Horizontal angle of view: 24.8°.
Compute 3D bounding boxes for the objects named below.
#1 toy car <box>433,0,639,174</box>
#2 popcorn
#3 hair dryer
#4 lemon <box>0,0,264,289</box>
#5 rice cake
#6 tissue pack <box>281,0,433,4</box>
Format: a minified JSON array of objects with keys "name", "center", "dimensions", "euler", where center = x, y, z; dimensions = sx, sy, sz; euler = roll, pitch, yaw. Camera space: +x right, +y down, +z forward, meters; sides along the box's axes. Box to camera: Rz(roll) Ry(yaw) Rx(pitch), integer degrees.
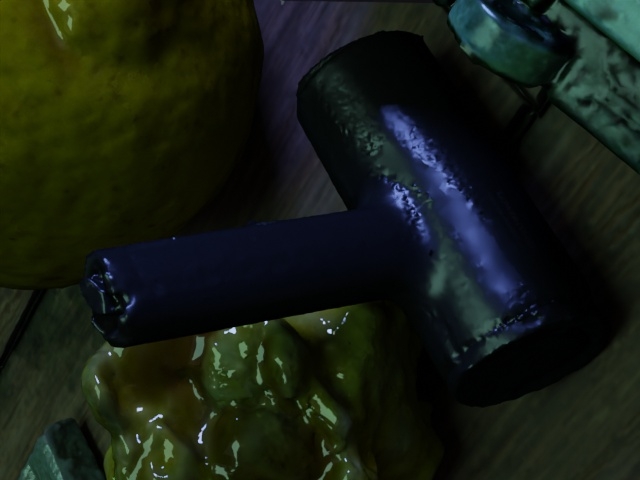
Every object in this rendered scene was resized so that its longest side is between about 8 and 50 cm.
[{"name":"toy car","center":[0.187,-0.080,0.606],"dimensions":[0.306,0.125,0.136],"euler":[40,119,8]},{"name":"popcorn","center":[-0.029,0.092,0.794],"dimensions":[0.155,0.198,0.197],"euler":[103,147,-74]},{"name":"hair dryer","center":[0.000,0.000,0.713],"dimensions":[0.197,0.251,0.089],"euler":[62,143,22]},{"name":"lemon","center":[-0.178,-0.098,0.873],"dimensions":[0.285,0.285,0.316],"euler":[52,148,27]},{"name":"rice cake","center":[-0.160,0.244,1.045],"dimensions":[0.085,0.040,0.226],"euler":[-44,65,39]},{"name":"tissue pack","center":[0.073,-0.228,0.686],"dimensions":[0.092,0.149,0.246],"euler":[57,131,22]}]
